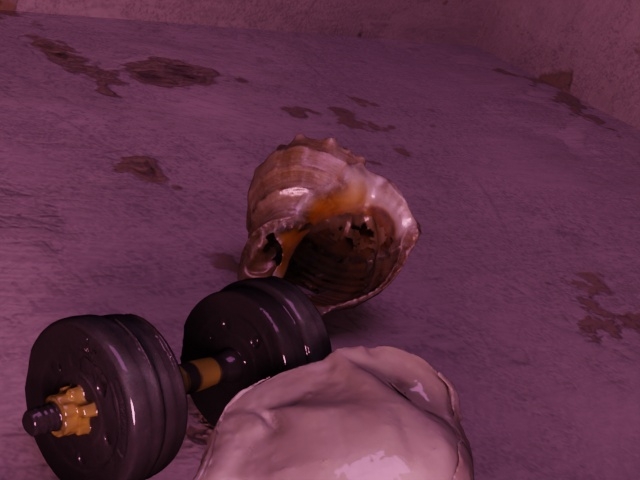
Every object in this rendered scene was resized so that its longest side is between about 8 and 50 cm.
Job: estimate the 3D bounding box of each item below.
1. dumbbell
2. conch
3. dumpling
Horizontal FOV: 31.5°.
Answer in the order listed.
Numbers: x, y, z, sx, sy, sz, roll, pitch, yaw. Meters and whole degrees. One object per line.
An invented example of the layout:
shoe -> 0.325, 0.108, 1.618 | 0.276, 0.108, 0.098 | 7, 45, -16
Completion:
dumbbell -> -0.143, 0.145, 1.194 | 0.185, 0.185, 0.388 | 33, 27, 34
conch -> 0.002, 0.003, 1.626 | 0.263, 0.186, 0.324 | 19, 67, 18
dumpling -> 0.013, 0.236, 1.061 | 0.260, 0.341, 0.181 | 21, -19, -4
